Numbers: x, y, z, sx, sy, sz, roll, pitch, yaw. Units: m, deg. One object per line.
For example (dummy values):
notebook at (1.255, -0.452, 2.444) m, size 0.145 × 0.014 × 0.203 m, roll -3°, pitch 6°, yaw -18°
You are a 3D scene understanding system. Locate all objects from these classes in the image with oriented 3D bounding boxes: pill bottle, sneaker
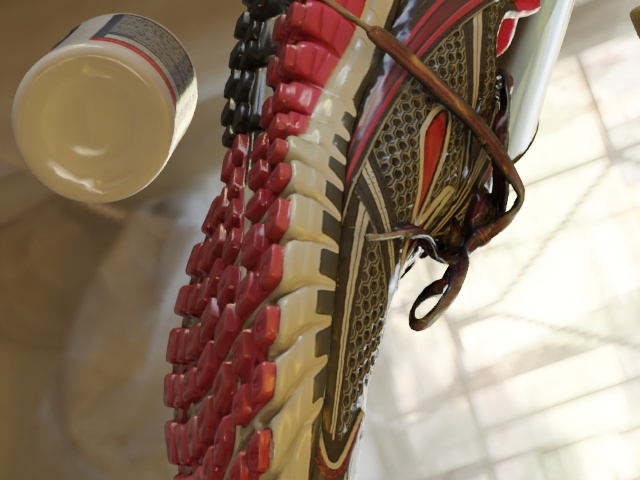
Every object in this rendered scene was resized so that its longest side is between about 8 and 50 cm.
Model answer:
pill bottle at (-0.140, -0.098, 1.315) m, size 0.180 × 0.108 × 0.108 m, roll -75°, pitch 142°, yaw -73°
sneaker at (0.019, -0.008, 0.724) m, size 0.112 × 0.121 × 0.299 m, roll 19°, pitch 63°, yaw -15°

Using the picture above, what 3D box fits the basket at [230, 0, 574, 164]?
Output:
basket at (0.072, -0.156, 1.126) m, size 0.227 × 0.204 × 0.154 m, roll 115°, pitch -30°, yaw -51°

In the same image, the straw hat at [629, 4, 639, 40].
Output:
straw hat at (0.290, -0.182, 1.594) m, size 0.061 × 0.144 × 0.144 m, roll 40°, pitch 14°, yaw 8°
